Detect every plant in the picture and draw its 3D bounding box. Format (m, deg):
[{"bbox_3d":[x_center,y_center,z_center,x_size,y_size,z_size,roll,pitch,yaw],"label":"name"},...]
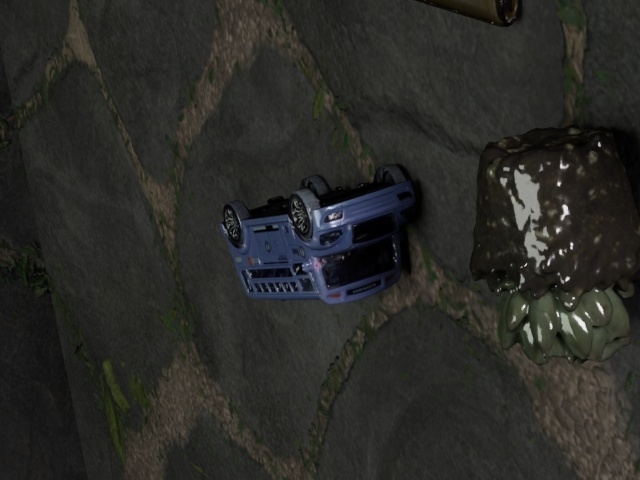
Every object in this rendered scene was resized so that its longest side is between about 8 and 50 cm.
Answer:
[{"bbox_3d":[0.201,0.005,1.313,0.132,0.129,0.194,17,116,63],"label":"plant"}]

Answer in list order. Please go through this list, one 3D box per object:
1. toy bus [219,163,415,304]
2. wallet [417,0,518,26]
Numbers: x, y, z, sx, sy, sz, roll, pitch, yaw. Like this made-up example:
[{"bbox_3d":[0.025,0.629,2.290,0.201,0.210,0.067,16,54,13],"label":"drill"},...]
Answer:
[{"bbox_3d":[0.000,0.000,1.715,0.292,0.125,0.133,-5,102,65],"label":"toy bus"},{"bbox_3d":[0.113,-0.266,1.435,0.198,0.031,0.110,31,131,55],"label":"wallet"}]
